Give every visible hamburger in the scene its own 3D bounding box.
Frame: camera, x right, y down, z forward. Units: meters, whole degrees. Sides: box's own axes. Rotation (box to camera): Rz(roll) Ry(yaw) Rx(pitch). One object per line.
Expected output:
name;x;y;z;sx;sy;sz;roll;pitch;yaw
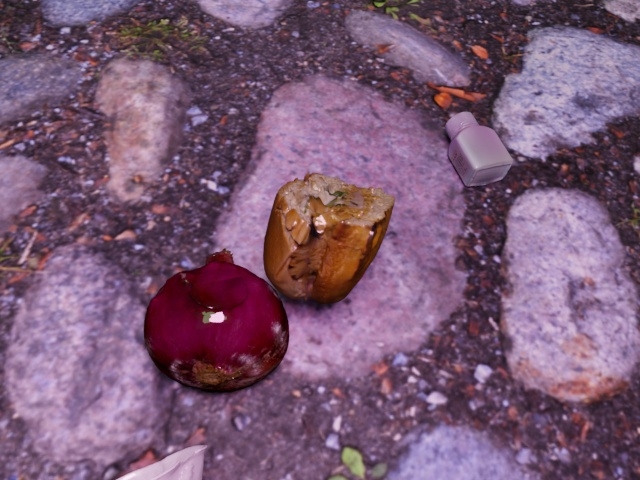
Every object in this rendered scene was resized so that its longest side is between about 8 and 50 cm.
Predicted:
hamburger;0.000;0.000;0.721;0.144;0.156;0.283;25;17;5

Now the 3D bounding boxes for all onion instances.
onion;-0.126;0.075;0.696;0.173;0.135;0.198;-2;56;-12

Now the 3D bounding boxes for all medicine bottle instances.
medicine bottle;0.251;-0.151;0.934;0.074;0.055;0.117;-14;61;-14

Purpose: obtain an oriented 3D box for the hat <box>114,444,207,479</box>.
hat;-0.181;0.297;0.542;0.203;0.203;0.126;-22;81;-20
